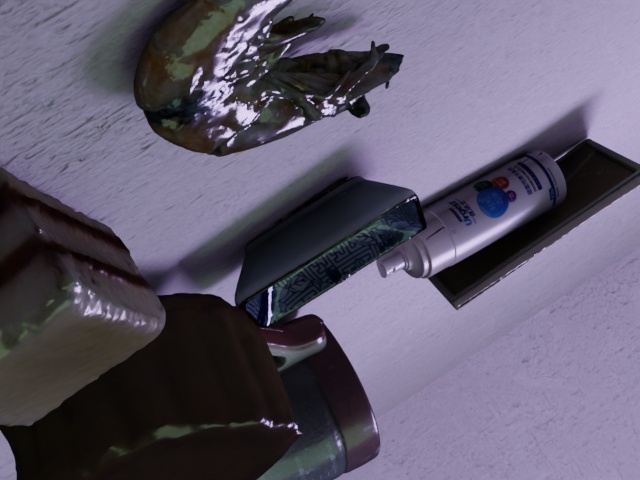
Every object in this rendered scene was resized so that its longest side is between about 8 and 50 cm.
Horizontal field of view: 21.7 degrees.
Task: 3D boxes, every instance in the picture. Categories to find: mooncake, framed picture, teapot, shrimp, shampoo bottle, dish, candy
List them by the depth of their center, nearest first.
[{"bbox_3d":[-0.014,-0.166,1.384,0.247,0.085,0.360,-48,158,25],"label":"shrimp"},{"bbox_3d":[-0.261,0.061,1.437,0.179,0.135,0.320,-34,166,3],"label":"candy"},{"bbox_3d":[-0.195,0.194,1.860,0.324,0.187,0.324,-19,157,-8],"label":"mooncake"},{"bbox_3d":[0.000,0.000,1.963,0.243,0.080,0.182,-31,166,1],"label":"dish"},{"bbox_3d":[-0.106,0.242,2.333,0.312,0.233,0.315,-25,135,-16],"label":"teapot"},{"bbox_3d":[0.203,-0.028,2.336,0.303,0.092,0.092,-27,165,-24],"label":"shampoo bottle"},{"bbox_3d":[0.302,-0.030,2.454,0.335,0.022,0.247,-34,-163,-1],"label":"framed picture"}]
